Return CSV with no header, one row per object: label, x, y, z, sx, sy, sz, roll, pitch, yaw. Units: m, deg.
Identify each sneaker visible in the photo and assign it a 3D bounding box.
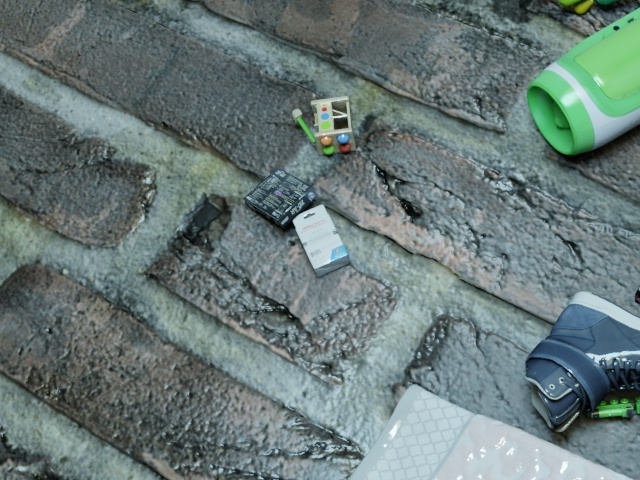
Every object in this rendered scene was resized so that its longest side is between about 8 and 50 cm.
sneaker,0.333,0.159,1.070,0.226,0.086,0.163,23,54,42

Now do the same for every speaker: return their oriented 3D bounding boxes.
speaker,0.421,-0.228,1.260,0.297,0.131,0.131,-30,63,-6

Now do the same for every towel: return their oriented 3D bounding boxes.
towel,0.127,0.330,0.995,0.317,0.053,0.332,20,66,45

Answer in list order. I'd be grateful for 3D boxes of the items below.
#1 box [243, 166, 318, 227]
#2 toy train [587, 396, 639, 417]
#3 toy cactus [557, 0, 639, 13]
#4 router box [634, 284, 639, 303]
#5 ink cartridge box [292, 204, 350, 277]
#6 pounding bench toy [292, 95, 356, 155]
box,-0.054,-0.058,1.293,0.067,0.018,0.083,-45,43,-14
toy train,0.346,0.193,1.114,0.083,0.017,0.023,-7,22,5
toy cactus,0.433,-0.374,1.362,0.219,0.112,0.180,-37,82,-13
router box,0.451,0.056,1.159,0.122,0.038,0.092,28,71,20
ink cartridge box,0.000,0.000,1.266,0.048,0.028,0.083,-23,62,-3
pounding bench toy,0.003,-0.151,1.329,0.083,0.052,0.065,-7,63,6
